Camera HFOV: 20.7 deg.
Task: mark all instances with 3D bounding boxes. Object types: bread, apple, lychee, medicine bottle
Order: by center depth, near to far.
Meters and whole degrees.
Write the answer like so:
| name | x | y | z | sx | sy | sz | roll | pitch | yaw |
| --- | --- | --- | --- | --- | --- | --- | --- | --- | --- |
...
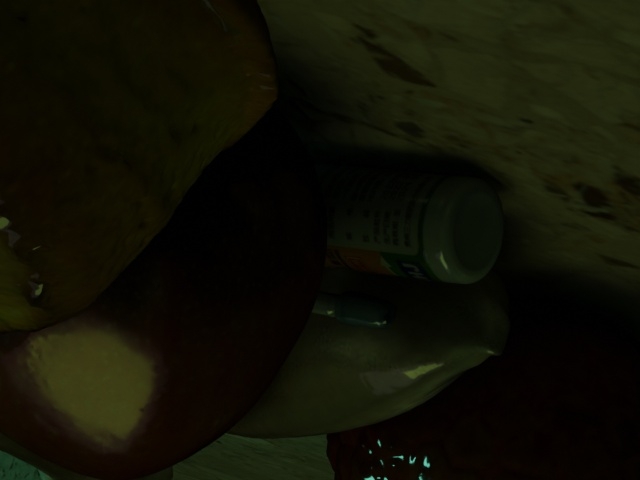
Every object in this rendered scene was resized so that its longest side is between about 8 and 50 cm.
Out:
| name | x | y | z | sx | sy | sz | roll | pitch | yaw |
| --- | --- | --- | --- | --- | --- | --- | --- | --- | --- |
| bread | -0.173 | -0.090 | 0.682 | 0.312 | 0.172 | 0.312 | 24 | 155 | 12 |
| apple | -0.104 | 0.004 | 0.931 | 0.230 | 0.230 | 0.230 | 16 | 166 | 4 |
| medicine bottle | 0.000 | 0.000 | 1.028 | 0.221 | 0.092 | 0.061 | 7 | 180 | 40 |
| lychee | 0.148 | 0.159 | 1.172 | 0.300 | 0.255 | 0.255 | 4 | 162 | 18 |

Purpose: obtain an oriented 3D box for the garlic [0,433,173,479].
| name | x | y | z | sx | sy | sz | roll | pitch | yaw |
| --- | --- | --- | --- | --- | --- | --- | --- | --- | --- |
| garlic | -0.222 | 0.035 | 1.157 | 0.231 | 0.246 | 0.340 | 26 | 180 | 29 |

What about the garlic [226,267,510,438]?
| name | x | y | z | sx | sy | sz | roll | pitch | yaw |
| --- | --- | --- | --- | --- | --- | --- | --- | --- | --- |
| garlic | 0.014 | 0.060 | 1.136 | 0.112 | 0.143 | 0.318 | 42 | 148 | -11 |
